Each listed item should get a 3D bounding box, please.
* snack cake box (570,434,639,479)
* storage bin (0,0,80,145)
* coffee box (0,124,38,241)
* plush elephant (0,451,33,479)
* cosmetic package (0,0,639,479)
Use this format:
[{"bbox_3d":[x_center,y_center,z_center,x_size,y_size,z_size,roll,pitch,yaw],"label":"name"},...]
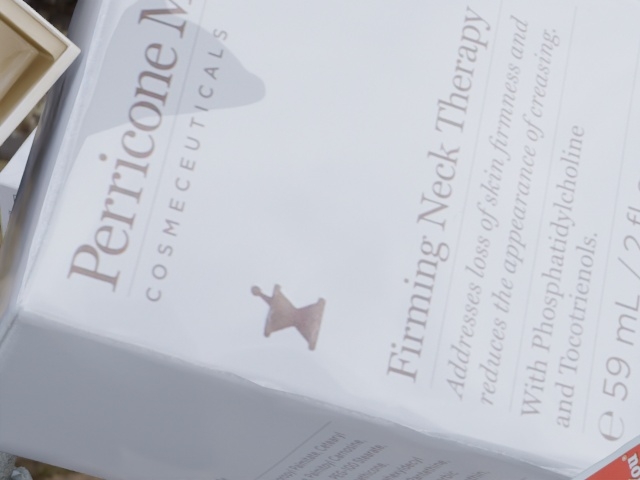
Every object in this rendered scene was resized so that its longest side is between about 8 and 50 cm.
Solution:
[{"bbox_3d":[0.172,0.220,0.766,0.089,0.152,0.264,33,31,-31],"label":"snack cake box"},{"bbox_3d":[-0.325,-0.094,0.966,0.260,0.123,0.262,40,88,-15],"label":"storage bin"},{"bbox_3d":[-0.074,0.008,1.616,0.334,0.338,0.337,18,46,14],"label":"coffee box"},{"bbox_3d":[-0.233,0.316,1.308,0.255,0.330,0.272,30,21,-4],"label":"plush elephant"},{"bbox_3d":[0.000,0.000,1.131,0.394,0.327,0.329,17,68,-12],"label":"cosmetic package"}]
